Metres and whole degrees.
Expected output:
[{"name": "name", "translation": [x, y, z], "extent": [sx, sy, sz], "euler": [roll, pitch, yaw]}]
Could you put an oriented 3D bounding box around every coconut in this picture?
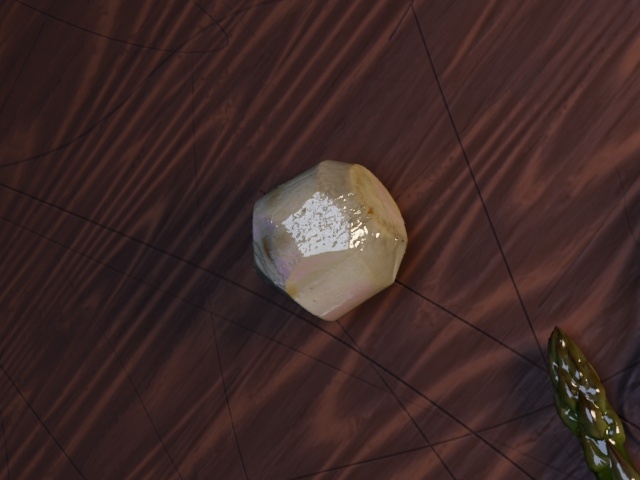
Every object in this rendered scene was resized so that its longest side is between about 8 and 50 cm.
[{"name": "coconut", "translation": [0.002, 0.003, 2.001], "extent": [0.241, 0.241, 0.241], "euler": [-2, 85, 24]}]

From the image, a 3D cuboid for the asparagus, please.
[{"name": "asparagus", "translation": [0.379, 0.254, 1.883], "extent": [0.080, 0.080, 0.287], "euler": [-26, 79, 20]}]
